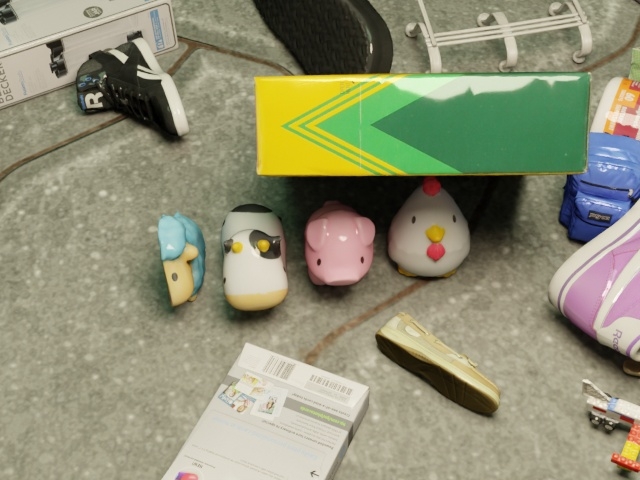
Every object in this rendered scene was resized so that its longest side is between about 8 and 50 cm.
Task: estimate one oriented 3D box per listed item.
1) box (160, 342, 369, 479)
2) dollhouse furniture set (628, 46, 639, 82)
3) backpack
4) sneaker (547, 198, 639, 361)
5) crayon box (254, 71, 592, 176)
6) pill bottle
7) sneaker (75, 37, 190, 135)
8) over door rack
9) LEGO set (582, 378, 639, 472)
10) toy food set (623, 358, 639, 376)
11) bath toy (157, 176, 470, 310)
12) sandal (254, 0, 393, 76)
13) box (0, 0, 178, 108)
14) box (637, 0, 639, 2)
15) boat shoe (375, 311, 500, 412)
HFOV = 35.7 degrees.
[{"bbox_3d":[-0.052,0.202,0.986,0.145,0.038,0.186,17,50,17],"label":"box"},{"bbox_3d":[0.485,-0.242,1.343,0.152,0.076,0.058,-28,52,-23],"label":"dollhouse furniture set"},{"bbox_3d":[0.333,-0.059,1.152,0.098,0.120,0.101,9,49,9],"label":"backpack"},{"bbox_3d":[0.393,0.016,1.035,0.282,0.102,0.161,-43,44,-5],"label":"sneaker"},{"bbox_3d":[0.100,-0.128,1.097,0.313,0.106,0.363,1,6,2],"label":"crayon box"},{"bbox_3d":[0.442,-0.114,1.197,0.221,0.121,0.121,18,51,18],"label":"pill bottle"},{"bbox_3d":[-0.259,-0.187,1.329,0.121,0.079,0.217,-22,42,-13],"label":"sneaker"},{"bbox_3d":[0.234,-0.381,1.439,0.239,0.108,0.324,-9,69,-5],"label":"over door rack"},{"bbox_3d":[0.369,0.193,0.953,0.244,0.060,0.182,-19,53,-6],"label":"LEGO set"},{"bbox_3d":[0.398,0.082,1.084,0.132,0.038,0.192,10,57,19],"label":"toy food set"},{"bbox_3d":[0.000,0.000,1.108,0.348,0.129,0.151,-7,48,-5],"label":"bath toy"},{"bbox_3d":[0.000,-0.354,1.437,0.107,0.167,0.446,-2,50,-34],"label":"sandal"},{"bbox_3d":[-0.372,-0.307,1.428,0.290,0.087,0.169,-23,51,-17],"label":"box"},{"bbox_3d":[0.592,-0.400,1.496,0.231,0.056,0.183,-27,53,-20],"label":"box"},{"bbox_3d":[0.128,0.125,1.039,0.153,0.056,0.048,28,59,34],"label":"boat shoe"}]
